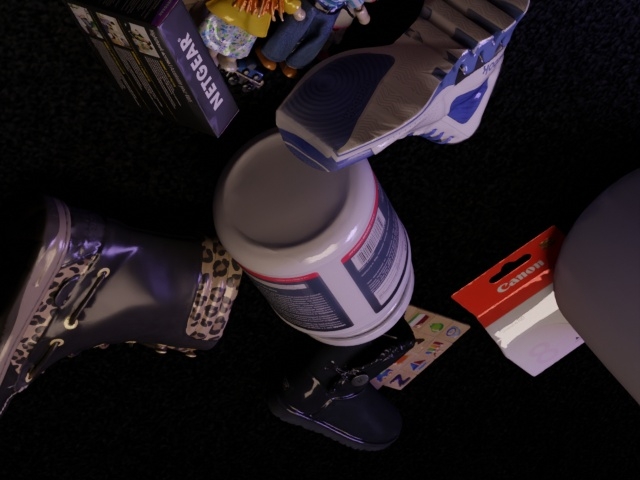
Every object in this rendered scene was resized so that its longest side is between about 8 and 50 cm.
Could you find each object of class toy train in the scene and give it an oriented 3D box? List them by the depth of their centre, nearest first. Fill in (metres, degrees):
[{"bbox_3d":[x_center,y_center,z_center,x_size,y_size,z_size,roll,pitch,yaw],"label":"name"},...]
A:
[{"bbox_3d":[-0.118,-0.203,1.606,0.158,0.027,0.036,25,111,-43],"label":"toy train"}]

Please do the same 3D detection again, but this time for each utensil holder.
[{"bbox_3d":[0.538,0.112,1.972,0.328,0.385,0.327,-17,132,-19],"label":"utensil holder"}]

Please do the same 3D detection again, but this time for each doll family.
[{"bbox_3d":[-0.030,-0.244,1.523,0.263,0.118,0.163,6,137,-34],"label":"doll family"}]

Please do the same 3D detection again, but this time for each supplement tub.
[{"bbox_3d":[0.000,0.000,1.756,0.191,0.191,0.272,-26,150,4],"label":"supplement tub"}]

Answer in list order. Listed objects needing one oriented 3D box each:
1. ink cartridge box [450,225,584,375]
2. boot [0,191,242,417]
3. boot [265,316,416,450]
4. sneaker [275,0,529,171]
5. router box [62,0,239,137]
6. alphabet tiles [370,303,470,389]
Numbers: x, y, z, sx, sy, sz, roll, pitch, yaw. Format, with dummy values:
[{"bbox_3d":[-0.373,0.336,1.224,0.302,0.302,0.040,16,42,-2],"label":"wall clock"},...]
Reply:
[{"bbox_3d":[0.327,0.093,2.157,0.189,0.066,0.232,-36,144,16],"label":"ink cartridge box"},{"bbox_3d":[-0.282,0.107,1.808,0.284,0.138,0.377,6,128,-32],"label":"boot"},{"bbox_3d":[0.072,0.196,2.100,0.246,0.094,0.207,21,128,-34],"label":"boot"},{"bbox_3d":[0.107,-0.155,1.650,0.315,0.127,0.182,-38,152,-19],"label":"sneaker"},{"bbox_3d":[-0.172,-0.190,1.509,0.046,0.133,0.179,-56,148,-20],"label":"router box"},{"bbox_3d":[0.076,0.175,2.164,0.198,0.009,0.237,20,126,-42],"label":"alphabet tiles"}]
